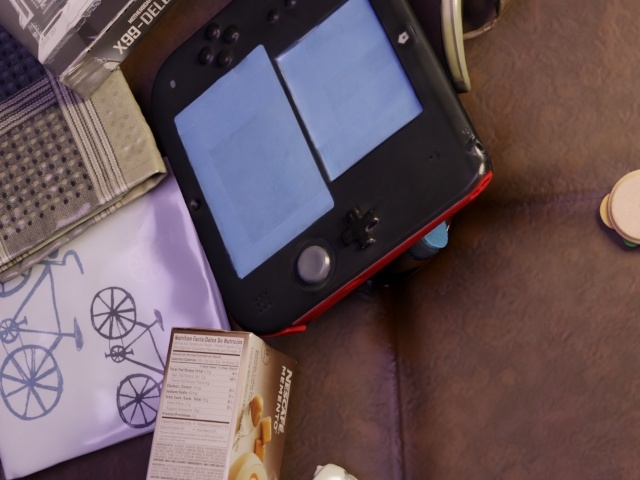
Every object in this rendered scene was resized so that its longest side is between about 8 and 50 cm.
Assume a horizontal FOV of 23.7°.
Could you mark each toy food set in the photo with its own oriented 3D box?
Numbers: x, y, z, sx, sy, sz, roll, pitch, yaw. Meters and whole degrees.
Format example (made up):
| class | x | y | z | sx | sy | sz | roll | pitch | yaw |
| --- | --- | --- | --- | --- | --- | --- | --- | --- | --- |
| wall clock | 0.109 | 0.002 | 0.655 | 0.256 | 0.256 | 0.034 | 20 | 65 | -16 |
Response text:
| class | x | y | z | sx | sy | sz | roll | pitch | yaw |
| --- | --- | --- | --- | --- | --- | --- | --- | --- | --- |
| toy food set | 0.343 | -0.033 | 1.605 | 0.082 | 0.020 | 0.083 | 43 | 100 | 18 |

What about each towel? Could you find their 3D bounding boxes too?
| class | x | y | z | sx | sy | sz | roll | pitch | yaw |
| --- | --- | --- | --- | --- | --- | --- | --- | --- | --- |
| towel | -0.363 | -0.125 | 1.834 | 0.312 | 0.056 | 0.324 | -29 | 66 | 8 |

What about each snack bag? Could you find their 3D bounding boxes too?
| class | x | y | z | sx | sy | sz | roll | pitch | yaw |
| --- | --- | --- | --- | --- | --- | --- | --- | --- | --- |
| snack bag | -0.267 | 0.084 | 1.811 | 0.342 | 0.037 | 0.323 | -20 | 80 | 15 |

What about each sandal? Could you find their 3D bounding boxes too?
| class | x | y | z | sx | sy | sz | roll | pitch | yaw |
| --- | --- | --- | --- | --- | --- | --- | --- | --- | --- |
| sandal | 0.181 | -0.308 | 1.643 | 0.086 | 0.120 | 0.303 | 11 | 89 | 7 |

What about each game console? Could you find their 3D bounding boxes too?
| class | x | y | z | sx | sy | sz | roll | pitch | yaw |
| --- | --- | --- | --- | --- | --- | --- | --- | --- | --- |
| game console | -0.018 | -0.122 | 1.649 | 0.342 | 0.060 | 0.386 | -40 | 59 | 28 |

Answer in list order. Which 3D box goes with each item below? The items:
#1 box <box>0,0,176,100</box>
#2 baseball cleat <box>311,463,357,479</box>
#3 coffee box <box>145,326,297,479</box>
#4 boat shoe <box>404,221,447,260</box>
| class | x | y | z | sx | sy | sz | roll | pitch | yaw |
| --- | --- | --- | --- | --- | --- | --- | --- | --- | --- |
| box | -0.305 | -0.353 | 1.810 | 0.242 | 0.076 | 0.307 | -47 | 66 | 2 |
| baseball cleat | -0.014 | 0.350 | 1.675 | 0.109 | 0.072 | 0.206 | 33 | 97 | 20 |
| coffee box | -0.109 | 0.230 | 1.634 | 0.098 | 0.141 | 0.246 | 2 | 73 | 21 |
| boat shoe | 0.055 | -0.075 | 1.685 | 0.089 | 0.109 | 0.258 | -39 | 57 | 20 |
